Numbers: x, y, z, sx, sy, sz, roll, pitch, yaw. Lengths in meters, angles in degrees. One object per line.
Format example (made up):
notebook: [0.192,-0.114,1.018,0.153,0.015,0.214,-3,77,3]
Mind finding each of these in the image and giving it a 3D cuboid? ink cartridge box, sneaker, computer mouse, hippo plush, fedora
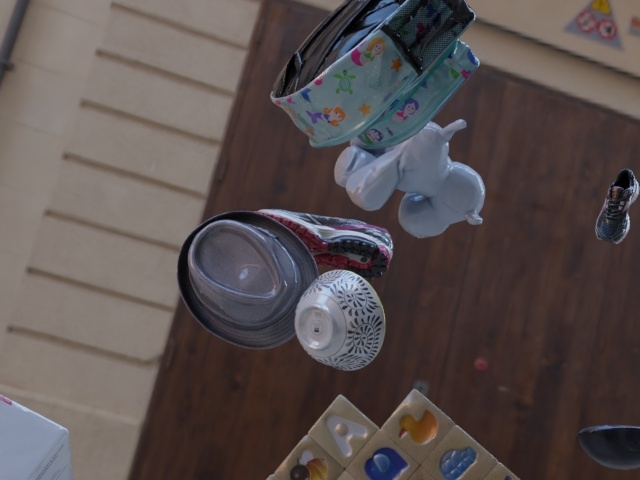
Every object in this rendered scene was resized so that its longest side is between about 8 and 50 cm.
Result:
ink cartridge box: [-0.459,0.338,1.370,0.197,0.114,0.273,24,-43,12]
sneaker: [0.635,-0.080,2.096,0.072,0.178,0.077,8,-29,28]
computer mouse: [0.628,0.400,1.861,0.272,0.072,0.188,2,-23,-2]
hippo plush: [0.197,-0.139,1.823,0.294,0.234,0.236,-35,-53,25]
sneaker: [0.000,0.000,1.989,0.299,0.112,0.121,16,-56,5]
fedora: [-0.137,0.059,1.771,0.275,0.244,0.124,42,-9,11]

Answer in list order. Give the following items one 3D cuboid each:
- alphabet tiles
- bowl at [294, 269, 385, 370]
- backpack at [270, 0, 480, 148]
alphabet tiles: [0.091,0.334,0.997,0.342,0.285,0.011,40,1,18]
bowl: [0.014,0.136,1.583,0.170,0.170,0.080,6,9,36]
backpack: [0.065,-0.227,1.289,0.191,0.253,0.225,53,-18,-17]
